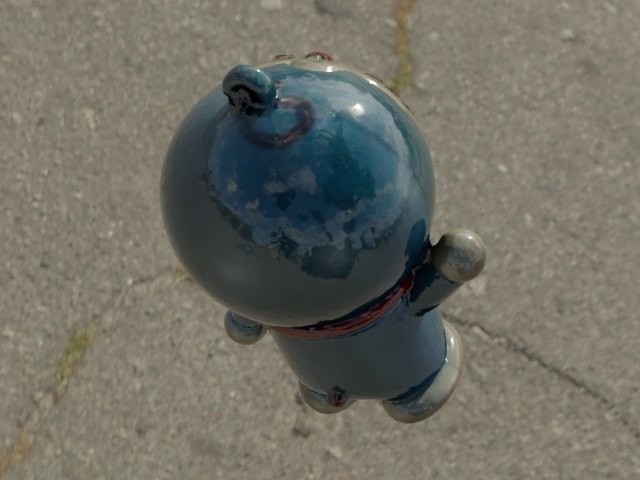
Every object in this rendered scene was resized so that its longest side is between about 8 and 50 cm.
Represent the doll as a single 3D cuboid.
[{"bbox_3d":[0.000,0.000,0.443,0.114,0.152,0.085,0,49,27],"label":"doll"}]
